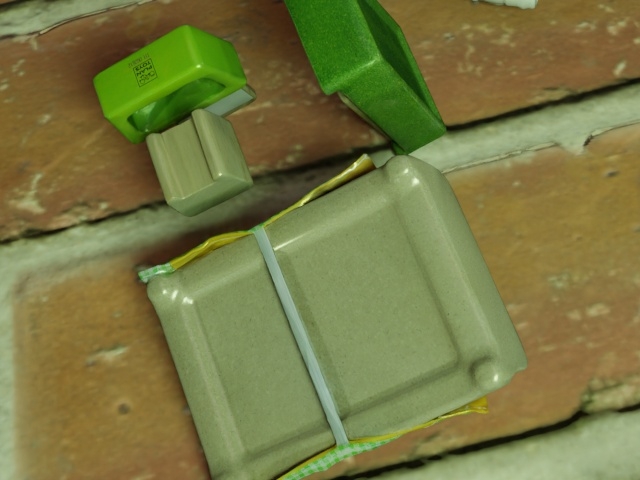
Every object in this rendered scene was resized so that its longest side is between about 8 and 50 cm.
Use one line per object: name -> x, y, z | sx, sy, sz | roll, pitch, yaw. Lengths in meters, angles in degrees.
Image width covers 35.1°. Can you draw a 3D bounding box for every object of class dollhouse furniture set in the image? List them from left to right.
dollhouse furniture set -> 0.000, 0.000, 0.670 | 0.198, 0.151, 0.301 | -26, 72, 14

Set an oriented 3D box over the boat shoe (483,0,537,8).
boat shoe -> 0.198, -0.295, 0.827 | 0.088, 0.096, 0.267 | 26, 64, 18
